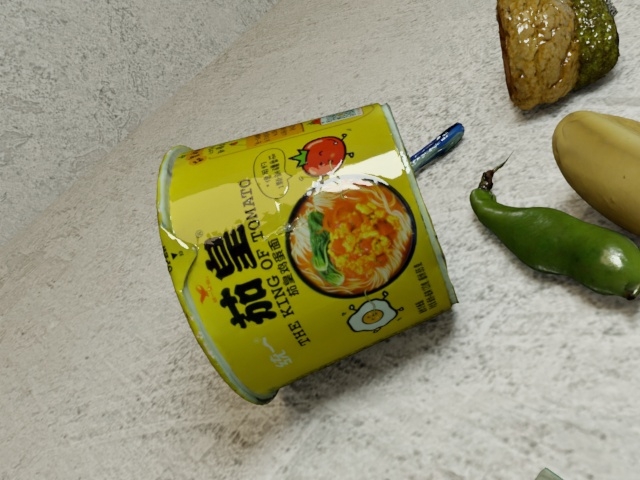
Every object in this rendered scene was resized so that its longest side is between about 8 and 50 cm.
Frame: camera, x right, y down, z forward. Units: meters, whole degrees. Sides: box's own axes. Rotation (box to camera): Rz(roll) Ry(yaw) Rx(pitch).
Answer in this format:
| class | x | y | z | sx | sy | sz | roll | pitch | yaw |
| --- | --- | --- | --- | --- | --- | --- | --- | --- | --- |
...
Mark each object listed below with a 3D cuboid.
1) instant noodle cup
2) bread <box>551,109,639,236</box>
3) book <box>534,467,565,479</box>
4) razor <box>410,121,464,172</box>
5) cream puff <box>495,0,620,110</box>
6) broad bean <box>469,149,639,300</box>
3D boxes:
| class | x | y | z | sx | sy | sz | roll | pitch | yaw |
| --- | --- | --- | --- | --- | --- | --- | --- | --- | --- |
| instant noodle cup | 0.000 | 0.000 | 0.706 | 0.254 | 0.325 | 0.325 | -19 | 34 | 9 |
| bread | 0.335 | -0.060 | 0.619 | 0.147 | 0.098 | 0.217 | 4 | 29 | -16 |
| book | 0.196 | 0.328 | 0.320 | 0.264 | 0.031 | 0.379 | -45 | 33 | -13 |
| razor | 0.094 | -0.086 | 0.957 | 0.324 | 0.093 | 0.056 | -30 | 72 | 2 |
| cream puff | 0.353 | -0.293 | 0.881 | 0.169 | 0.183 | 0.183 | -9 | 39 | 17 |
| broad bean | 0.253 | -0.019 | 0.693 | 0.098 | 0.056 | 0.318 | -48 | 29 | 15 |
